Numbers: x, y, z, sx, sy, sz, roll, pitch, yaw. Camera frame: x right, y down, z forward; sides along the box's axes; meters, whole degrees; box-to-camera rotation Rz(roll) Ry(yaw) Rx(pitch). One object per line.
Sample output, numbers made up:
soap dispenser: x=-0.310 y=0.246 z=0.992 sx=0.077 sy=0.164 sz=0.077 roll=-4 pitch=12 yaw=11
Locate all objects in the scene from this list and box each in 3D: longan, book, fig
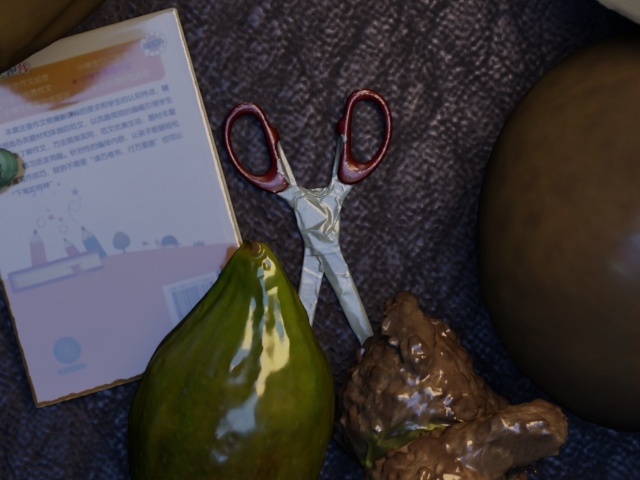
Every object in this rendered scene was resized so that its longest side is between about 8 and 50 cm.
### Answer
longan: x=0.267 y=-0.006 z=1.550 sx=0.319 sy=0.319 sz=0.318 roll=0 pitch=90 yaw=-2
book: x=-0.181 y=-0.028 z=1.665 sx=0.208 sy=0.020 sz=0.295 roll=-15 pitch=91 yaw=-1
fig: x=-0.061 y=0.126 z=1.601 sx=0.167 sy=0.167 sz=0.233 roll=28 pitch=89 yaw=-2

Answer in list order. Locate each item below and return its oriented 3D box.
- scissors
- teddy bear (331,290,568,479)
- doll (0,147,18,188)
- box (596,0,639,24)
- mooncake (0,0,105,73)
scissors: x=0.000 y=0.000 z=1.674 sx=0.144 sy=0.017 sz=0.247 roll=-7 pitch=92 yaw=-1
teddy bear: x=0.138 y=0.210 z=1.588 sx=0.296 sy=0.246 sz=0.222 roll=25 pitch=52 yaw=-2
doll: x=-0.331 y=-0.039 z=1.633 sx=0.158 sy=0.059 sz=0.159 roll=-39 pitch=86 yaw=10
box: x=0.378 y=-0.269 z=1.526 sx=0.373 sy=0.090 sz=0.367 roll=25 pitch=56 yaw=-15
mooncake: x=-0.289 y=-0.316 z=1.494 sx=0.201 sy=0.378 sz=0.378 roll=-41 pitch=91 yaw=-12
